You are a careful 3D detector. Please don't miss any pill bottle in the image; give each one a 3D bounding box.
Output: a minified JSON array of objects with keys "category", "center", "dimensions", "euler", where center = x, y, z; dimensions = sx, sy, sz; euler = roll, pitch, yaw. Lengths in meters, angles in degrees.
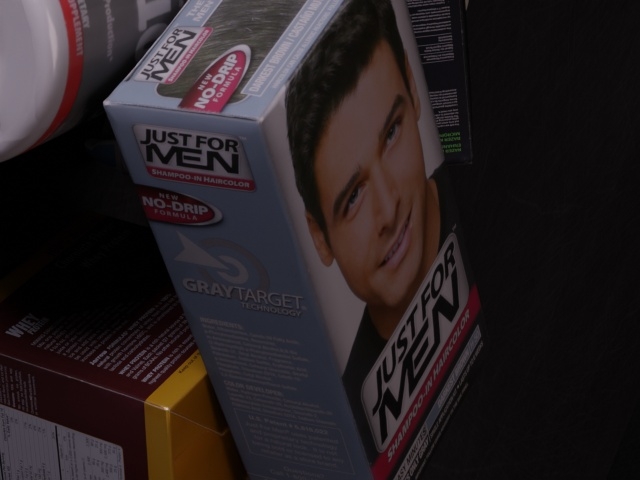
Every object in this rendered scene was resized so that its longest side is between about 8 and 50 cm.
[{"category":"pill bottle","center":[-0.154,-0.161,1.231],"dimensions":[0.283,0.161,0.161],"euler":[-35,136,-55]}]

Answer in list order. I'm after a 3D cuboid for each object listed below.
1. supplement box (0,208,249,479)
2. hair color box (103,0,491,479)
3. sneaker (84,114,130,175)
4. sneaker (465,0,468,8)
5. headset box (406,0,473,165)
[{"category":"supplement box","center":[-0.138,0.096,1.394],"dimensions":[0.191,0.194,0.129],"euler":[-45,143,-49]},{"category":"hair color box","center":[0.000,0.000,1.279],"dimensions":[0.185,0.113,0.374],"euler":[-58,144,-37]},{"category":"sneaker","center":[-0.117,-0.163,1.421],"dimensions":[0.086,0.085,0.237],"euler":[10,89,-41]},{"category":"sneaker","center":[0.140,-0.331,1.831],"dimensions":[0.110,0.118,0.292],"euler":[-44,145,-51]},{"category":"headset box","center":[0.049,-0.225,1.565],"dimensions":[0.283,0.131,0.246],"euler":[80,7,-46]}]
